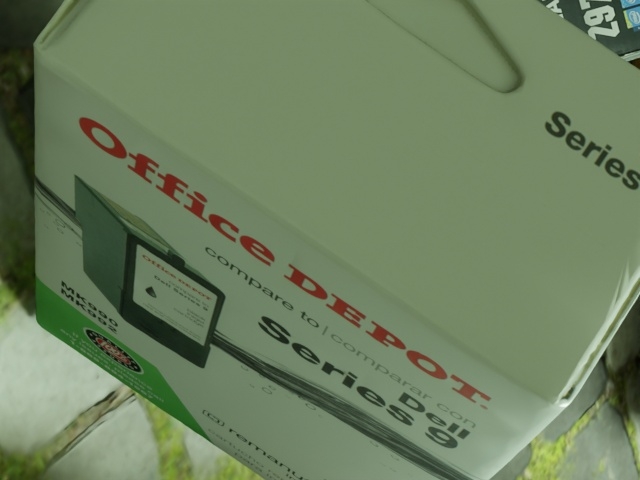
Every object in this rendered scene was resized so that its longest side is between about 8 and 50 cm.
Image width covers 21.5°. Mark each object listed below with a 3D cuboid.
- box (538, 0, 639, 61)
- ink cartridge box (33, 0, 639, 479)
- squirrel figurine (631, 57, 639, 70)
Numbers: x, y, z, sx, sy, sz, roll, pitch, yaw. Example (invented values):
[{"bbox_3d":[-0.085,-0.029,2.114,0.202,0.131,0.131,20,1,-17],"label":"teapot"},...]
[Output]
[{"bbox_3d":[0.077,-0.272,0.779,0.257,0.079,0.322,-87,159,-56],"label":"box"},{"bbox_3d":[0.000,0.000,0.670,0.121,0.211,0.289,-55,175,-22],"label":"ink cartridge box"},{"bbox_3d":[0.390,0.033,1.050,0.281,0.370,0.397,21,83,-45],"label":"squirrel figurine"}]
